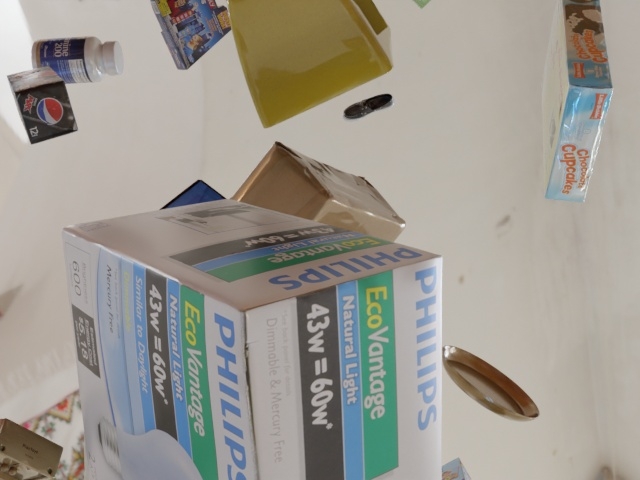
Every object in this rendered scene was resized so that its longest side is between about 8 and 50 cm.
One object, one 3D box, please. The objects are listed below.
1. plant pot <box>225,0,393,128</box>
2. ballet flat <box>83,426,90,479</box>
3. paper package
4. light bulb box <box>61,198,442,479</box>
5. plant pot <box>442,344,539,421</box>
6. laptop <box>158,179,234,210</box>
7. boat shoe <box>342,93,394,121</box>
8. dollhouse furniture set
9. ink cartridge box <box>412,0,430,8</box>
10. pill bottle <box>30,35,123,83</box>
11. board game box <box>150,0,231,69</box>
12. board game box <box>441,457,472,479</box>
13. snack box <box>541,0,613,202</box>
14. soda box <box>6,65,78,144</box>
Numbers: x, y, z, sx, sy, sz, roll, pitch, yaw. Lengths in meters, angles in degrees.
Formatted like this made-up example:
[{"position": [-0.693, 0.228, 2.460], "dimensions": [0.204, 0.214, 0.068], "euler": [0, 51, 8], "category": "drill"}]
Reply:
[{"position": [-0.027, -0.325, 1.186], "dimensions": [0.212, 0.187, 0.212], "euler": [-22, -152, 16], "category": "plant pot"}, {"position": [-0.259, 0.325, 1.106], "dimensions": [0.139, 0.400, 0.139], "euler": [6, -149, -3], "category": "ballet flat"}, {"position": [-0.052, 0.016, 1.449], "dimensions": [0.325, 0.309, 0.168], "euler": [-50, -120, 15], "category": "paper package"}, {"position": [-0.078, 0.165, 0.822], "dimensions": [0.225, 0.357, 0.361], "euler": [-14, -162, -37], "category": "light bulb box"}, {"position": [0.343, 0.300, 1.634], "dimensions": [0.032, 0.236, 0.236], "euler": [-58, -154, 13], "category": "plant pot"}, {"position": [-0.352, -0.083, 2.121], "dimensions": [0.234, 0.136, 0.264], "euler": [-42, -178, -19], "category": "laptop"}, {"position": [0.124, -0.352, 2.070], "dimensions": [0.142, 0.049, 0.040], "euler": [-19, 164, -1], "category": "boat shoe"}, {"position": [-0.441, 0.364, 0.977], "dimensions": [0.161, 0.212, 0.242], "euler": [-19, -135, 29], "category": "dollhouse furniture set"}, {"position": [0.134, -0.550, 1.525], "dimensions": [0.062, 0.209, 0.109], "euler": [-45, 163, 17], "category": "ink cartridge box"}, {"position": [-0.355, -0.265, 1.161], "dimensions": [0.120, 0.067, 0.067], "euler": [-3, -151, 2], "category": "pill bottle"}, {"position": [-0.301, -0.550, 1.949], "dimensions": [0.194, 0.194, 0.060], "euler": [-34, -152, -24], "category": "board game box"}, {"position": [0.268, 0.579, 1.606], "dimensions": [0.144, 0.142, 0.275], "euler": [-30, -178, 7], "category": "board game box"}, {"position": [0.366, -0.228, 1.149], "dimensions": [0.060, 0.187, 0.322], "euler": [6, -137, 9], "category": "snack box"}, {"position": [-0.319, -0.159, 0.900], "dimensions": [0.053, 0.060, 0.169], "euler": [-18, -156, -19], "category": "soda box"}]
